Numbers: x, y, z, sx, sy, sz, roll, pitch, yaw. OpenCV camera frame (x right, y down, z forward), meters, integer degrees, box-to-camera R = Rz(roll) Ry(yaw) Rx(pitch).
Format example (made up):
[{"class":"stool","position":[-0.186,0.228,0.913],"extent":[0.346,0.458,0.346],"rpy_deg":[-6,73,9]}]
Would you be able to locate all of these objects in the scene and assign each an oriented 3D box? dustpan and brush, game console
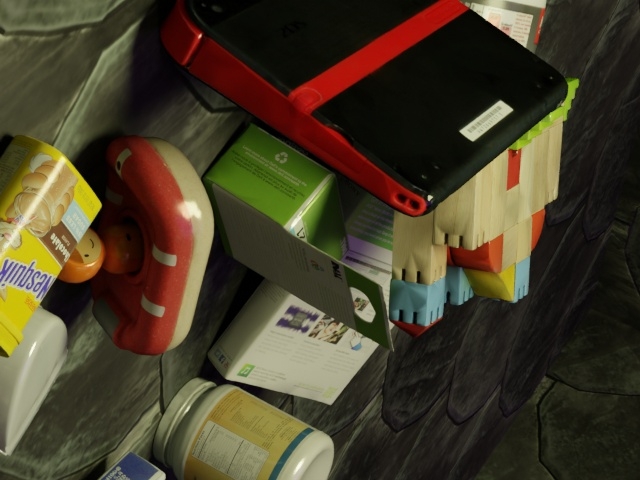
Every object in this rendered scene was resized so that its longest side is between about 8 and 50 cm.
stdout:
[{"class":"dustpan and brush","position":[-0.300,0.095,1.687],"extent":[0.211,0.060,0.147],"rpy_deg":[103,10,-50]},{"class":"game console","position":[0.051,-0.186,1.790],"extent":[0.386,0.342,0.060],"rpy_deg":[-38,162,-52]}]

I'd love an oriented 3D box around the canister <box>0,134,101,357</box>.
[{"class":"canister","position":[-0.281,0.004,1.562],"extent":[0.170,0.073,0.126],"rpy_deg":[-60,151,-18]}]

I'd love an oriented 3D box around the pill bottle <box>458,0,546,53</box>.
[{"class":"pill bottle","position":[0.171,-0.254,2.194],"extent":[0.210,0.210,0.363],"rpy_deg":[-11,116,-67]}]

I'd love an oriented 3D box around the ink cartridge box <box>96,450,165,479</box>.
[{"class":"ink cartridge box","position":[-0.325,0.456,2.043],"extent":[0.324,0.071,0.330],"rpy_deg":[-43,159,-47]}]

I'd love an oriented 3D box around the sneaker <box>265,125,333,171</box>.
[{"class":"sneaker","position":[-0.004,-0.168,2.047],"extent":[0.135,0.097,0.276],"rpy_deg":[-55,161,-32]}]

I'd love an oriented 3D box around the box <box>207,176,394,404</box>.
[{"class":"box","position":[0.026,0.066,2.262],"extent":[0.322,0.058,0.232],"rpy_deg":[-51,143,14]}]

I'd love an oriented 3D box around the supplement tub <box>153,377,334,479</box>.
[{"class":"supplement tub","position":[-0.099,0.273,2.207],"extent":[0.144,0.199,0.144],"rpy_deg":[-51,157,-32]}]

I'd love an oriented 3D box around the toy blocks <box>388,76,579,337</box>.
[{"class":"toy blocks","position":[0.184,-0.040,1.996],"extent":[0.381,0.190,0.261],"rpy_deg":[-27,122,-60]}]

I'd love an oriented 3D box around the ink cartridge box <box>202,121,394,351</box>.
[{"class":"ink cartridge box","position":[0.000,0.000,2.021],"extent":[0.097,0.255,0.189],"rpy_deg":[-52,158,-20]}]

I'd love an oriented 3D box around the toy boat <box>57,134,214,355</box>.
[{"class":"toy boat","position":[-0.205,0.006,1.725],"extent":[0.151,0.151,0.231],"rpy_deg":[-7,126,-34]}]
